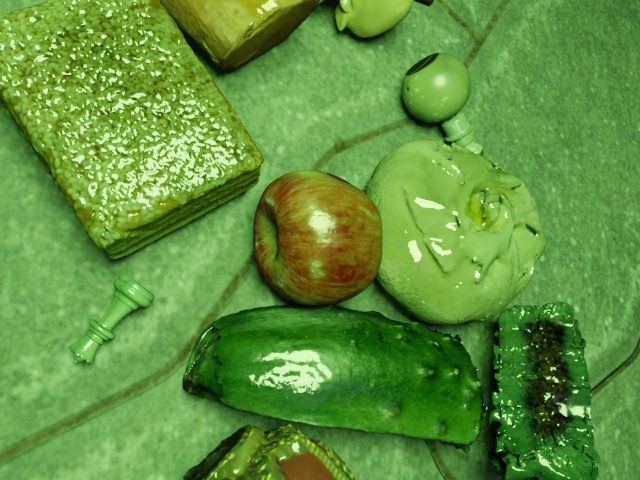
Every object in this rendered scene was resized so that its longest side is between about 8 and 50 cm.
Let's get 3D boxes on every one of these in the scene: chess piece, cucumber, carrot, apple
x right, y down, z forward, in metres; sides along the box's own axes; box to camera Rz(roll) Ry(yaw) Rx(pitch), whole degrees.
[{"bbox_3d":[-0.208,0.080,0.480,0.042,0.042,0.093,39,75,-11],"label":"chess piece"},{"bbox_3d":[0.026,0.138,0.532,0.325,0.105,0.145,13,75,-17],"label":"cucumber"},{"bbox_3d":[-0.143,-0.315,0.526,0.196,0.196,0.254,-43,107,-24],"label":"carrot"},{"bbox_3d":[0.000,0.000,0.528,0.131,0.146,0.146,2,78,-28],"label":"apple"}]

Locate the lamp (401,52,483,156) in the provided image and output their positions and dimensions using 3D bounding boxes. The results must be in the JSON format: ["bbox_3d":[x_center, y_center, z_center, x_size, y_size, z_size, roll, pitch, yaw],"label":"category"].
[{"bbox_3d":[0.179,-0.173,0.674,0.091,0.091,0.163,-47,112,-24],"label":"lamp"}]

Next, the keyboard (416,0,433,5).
[{"bbox_3d":[0.059,-0.415,0.705,0.251,0.017,0.087,14,73,-20],"label":"keyboard"}]

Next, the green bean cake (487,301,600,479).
[{"bbox_3d":[0.253,0.171,0.569,0.107,0.193,0.208,1,74,23],"label":"green bean cake"}]

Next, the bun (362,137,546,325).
[{"bbox_3d":[0.167,-0.015,0.597,0.239,0.141,0.239,6,73,-21],"label":"bun"}]

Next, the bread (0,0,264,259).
[{"bbox_3d":[-0.193,-0.121,0.491,0.184,0.110,0.234,-33,91,-22],"label":"bread"}]

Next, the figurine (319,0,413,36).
[{"bbox_3d":[0.036,-0.334,0.608,0.196,0.108,0.114,8,83,-42],"label":"figurine"}]

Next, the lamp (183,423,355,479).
[{"bbox_3d":[-0.011,0.296,0.433,0.177,0.177,0.274,-41,86,-24],"label":"lamp"}]
